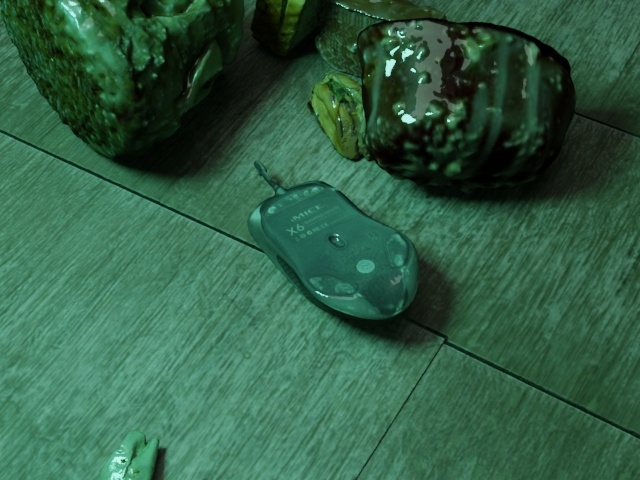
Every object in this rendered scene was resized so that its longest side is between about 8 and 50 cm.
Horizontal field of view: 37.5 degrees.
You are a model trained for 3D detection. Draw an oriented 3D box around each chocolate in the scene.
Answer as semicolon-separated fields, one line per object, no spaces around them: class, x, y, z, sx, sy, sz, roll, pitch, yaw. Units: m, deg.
chocolate;0.103;-0.342;1.584;0.214;0.148;0.093;26;52;19
chocolate;0.210;-0.179;1.395;0.340;0.225;0.210;8;68;-13

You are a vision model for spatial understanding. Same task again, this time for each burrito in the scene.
burrito;-0.243;0.292;1.170;0.074;0.044;0.118;3;55;11

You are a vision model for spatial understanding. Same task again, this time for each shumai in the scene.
shumai;-0.281;-0.342;1.479;0.348;0.395;0.395;-33;57;-19

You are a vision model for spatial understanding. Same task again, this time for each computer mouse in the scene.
computer mouse;0.000;0.000;1.359;0.167;0.090;0.379;-23;47;-21

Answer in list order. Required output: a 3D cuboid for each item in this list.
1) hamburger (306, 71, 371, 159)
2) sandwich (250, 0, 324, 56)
hamburger;0.047;-0.219;1.519;0.087;0.102;0.176;-11;50;-20
sandwich;0.006;-0.468;1.614;0.099;0.254;0.288;39;65;8
